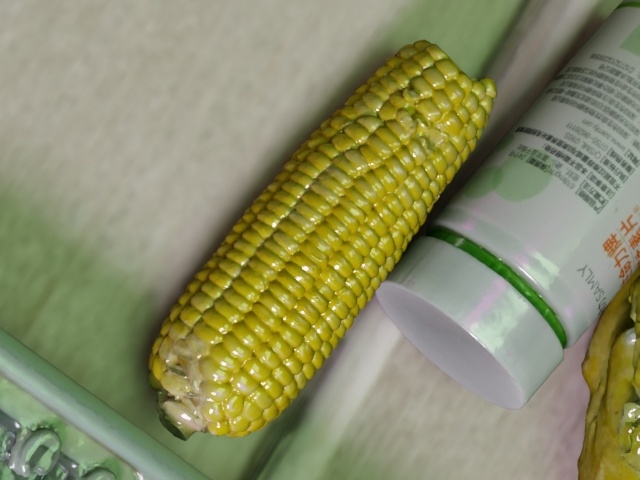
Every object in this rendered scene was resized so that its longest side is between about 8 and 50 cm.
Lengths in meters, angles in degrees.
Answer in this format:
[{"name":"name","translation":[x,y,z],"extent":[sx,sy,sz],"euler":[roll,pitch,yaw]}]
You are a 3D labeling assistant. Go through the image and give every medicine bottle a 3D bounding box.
[{"name":"medicine bottle","translation":[0.114,-0.020,0.860],"extent":[0.086,0.086,0.183],"euler":[47,75,-22]}]

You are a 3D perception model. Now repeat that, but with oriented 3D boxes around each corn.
[{"name":"corn","translation":[0.000,0.000,0.817],"extent":[0.067,0.067,0.206],"euler":[44,76,-23]}]

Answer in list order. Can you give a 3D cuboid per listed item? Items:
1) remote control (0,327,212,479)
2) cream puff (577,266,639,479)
[{"name":"remote control","translation":[-0.076,0.155,0.795],"extent":[0.335,0.065,0.128],"euler":[39,80,-24]},{"name":"cream puff","translation":[0.236,0.053,0.881],"extent":[0.221,0.195,0.194],"euler":[-5,97,-29]}]
